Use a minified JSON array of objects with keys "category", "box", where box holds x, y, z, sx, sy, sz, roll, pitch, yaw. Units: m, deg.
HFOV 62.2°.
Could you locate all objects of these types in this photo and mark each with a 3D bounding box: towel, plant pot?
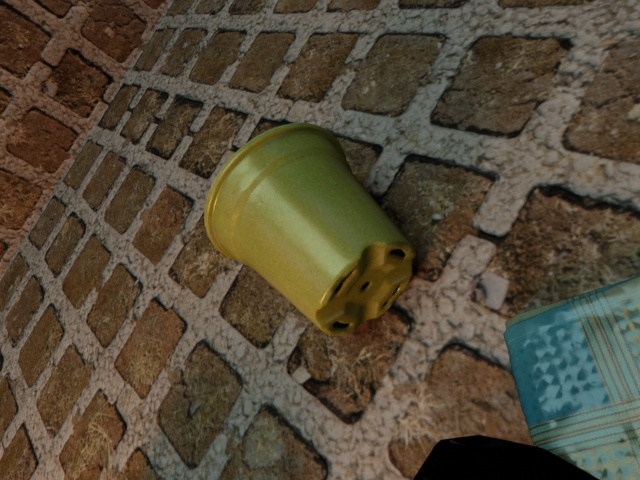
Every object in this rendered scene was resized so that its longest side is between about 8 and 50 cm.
[{"category":"towel","box":[0.352,0.209,0.523,0.272,0.040,0.369,-27,52,30]},{"category":"plant pot","box":[0.000,0.000,0.828,0.276,0.276,0.254,-49,55,9]}]

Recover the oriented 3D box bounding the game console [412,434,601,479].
[{"category":"game console","box":[0.129,0.322,0.459,0.213,0.043,0.361,5,34,44]}]
